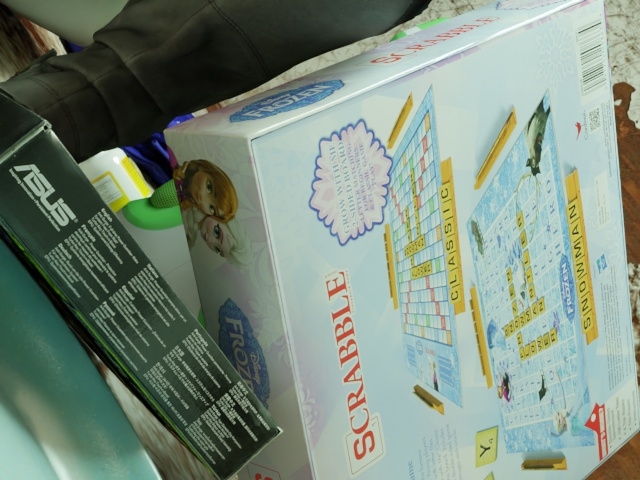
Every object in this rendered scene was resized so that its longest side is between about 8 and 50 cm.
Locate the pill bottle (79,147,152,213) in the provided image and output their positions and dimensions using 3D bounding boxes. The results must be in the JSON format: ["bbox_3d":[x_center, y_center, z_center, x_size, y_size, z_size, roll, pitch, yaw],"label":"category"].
[{"bbox_3d":[-0.158,-0.041,0.926,0.083,0.043,0.043,58,3,-14],"label":"pill bottle"}]

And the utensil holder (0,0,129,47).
[{"bbox_3d":[-0.169,-0.319,0.916,0.327,0.328,0.385,58,2,1],"label":"utensil holder"}]

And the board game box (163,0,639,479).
[{"bbox_3d":[0.074,0.039,0.723,0.066,0.318,0.318,9,-64,43],"label":"board game box"}]

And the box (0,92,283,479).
[{"bbox_3d":[-0.118,0.010,0.587,0.184,0.045,0.190,24,-28,57],"label":"box"}]

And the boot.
[{"bbox_3d":[-0.079,-0.110,0.677,0.118,0.223,0.338,58,-18,-1],"label":"boot"}]

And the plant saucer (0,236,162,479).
[{"bbox_3d":[-0.115,0.081,0.379,0.317,0.044,0.317,58,2,-3],"label":"plant saucer"}]

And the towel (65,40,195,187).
[{"bbox_3d":[-0.201,-0.178,1.333,0.308,0.076,0.227,60,2,32],"label":"towel"}]

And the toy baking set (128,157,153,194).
[{"bbox_3d":[-0.161,-0.046,1.069,0.256,0.030,0.197,59,3,20],"label":"toy baking set"}]

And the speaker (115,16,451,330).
[{"bbox_3d":[-0.008,-0.034,0.858,0.131,0.296,0.131,58,3,-4],"label":"speaker"}]
